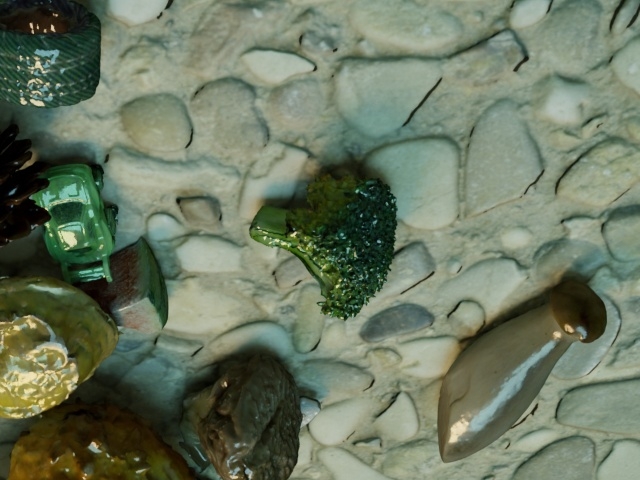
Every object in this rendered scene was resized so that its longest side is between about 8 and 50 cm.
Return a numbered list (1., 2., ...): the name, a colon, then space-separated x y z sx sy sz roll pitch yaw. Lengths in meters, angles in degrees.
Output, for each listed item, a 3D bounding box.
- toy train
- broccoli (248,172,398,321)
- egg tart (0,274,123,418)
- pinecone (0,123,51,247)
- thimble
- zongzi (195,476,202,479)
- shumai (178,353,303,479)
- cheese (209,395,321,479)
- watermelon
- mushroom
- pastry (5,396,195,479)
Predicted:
1. toy train: -0.303 -0.022 1.598 0.099 0.081 0.149 -10 133 0
2. broccoli: 0.000 0.000 1.635 0.194 0.194 0.219 -21 170 9
3. egg tart: -0.375 0.147 1.624 0.252 0.098 0.232 -8 133 -3
4. pinecone: -0.410 -0.072 1.462 0.207 0.208 0.208 -5 133 -6
5. thimble: -0.306 -0.207 1.403 0.135 0.118 0.090 10 126 1
6. zongzi: -0.204 0.358 2.000 0.130 0.062 0.154 -19 120 -21
7. shumai: -0.129 0.267 1.839 0.175 0.206 0.166 -5 133 24
8. cheese: -0.078 0.313 1.966 0.127 0.050 0.235 27 124 -29
9. watermelon: -0.266 0.064 1.678 0.158 0.098 0.121 11 129 -14
10. mushroom: 0.272 0.192 1.870 0.128 0.128 0.350 27 120 -30
11. pastry: -0.334 0.419 1.849 0.337 0.292 0.405 33 113 -13
